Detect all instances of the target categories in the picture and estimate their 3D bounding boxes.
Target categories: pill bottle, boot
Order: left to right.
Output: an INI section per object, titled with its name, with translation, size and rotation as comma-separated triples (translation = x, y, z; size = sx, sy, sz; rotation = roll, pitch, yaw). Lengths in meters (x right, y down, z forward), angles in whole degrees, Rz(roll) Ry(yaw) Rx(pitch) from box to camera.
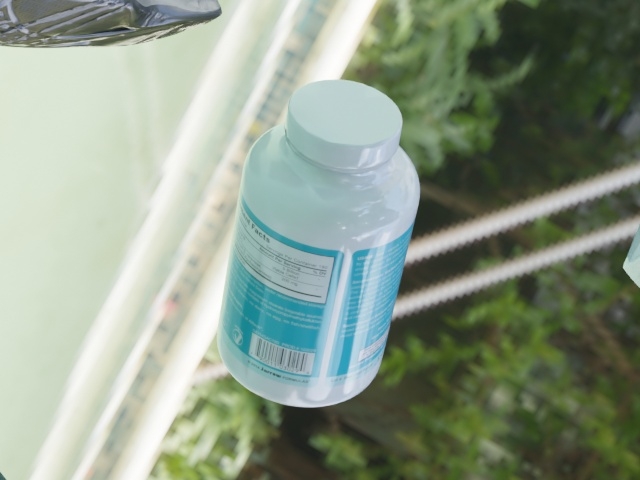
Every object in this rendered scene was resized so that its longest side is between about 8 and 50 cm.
[boot]
translation = -0.225, -0.322, 1.721
size = 0.138, 0.284, 0.377
rotation = -14, 178, 25
[pill bottle]
translation = 0.000, 0.000, 1.594
size = 0.146, 0.146, 0.264
rotation = -58, 165, -50

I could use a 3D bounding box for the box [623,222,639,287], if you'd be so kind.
[box]
translation = 0.308, -0.048, 1.360
size = 0.186, 0.038, 0.145
rotation = -27, 154, -21

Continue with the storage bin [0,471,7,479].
[storage bin]
translation = -0.336, 0.223, 1.661
size = 0.091, 0.135, 0.098
rotation = -21, 145, -35
